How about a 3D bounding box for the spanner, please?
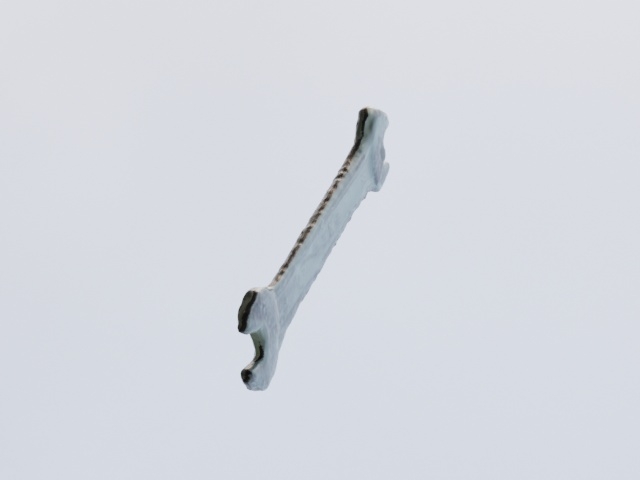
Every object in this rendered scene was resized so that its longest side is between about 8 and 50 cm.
[{"bbox_3d":[0.000,0.000,1.284,0.017,0.071,0.302,2,-149,20],"label":"spanner"}]
